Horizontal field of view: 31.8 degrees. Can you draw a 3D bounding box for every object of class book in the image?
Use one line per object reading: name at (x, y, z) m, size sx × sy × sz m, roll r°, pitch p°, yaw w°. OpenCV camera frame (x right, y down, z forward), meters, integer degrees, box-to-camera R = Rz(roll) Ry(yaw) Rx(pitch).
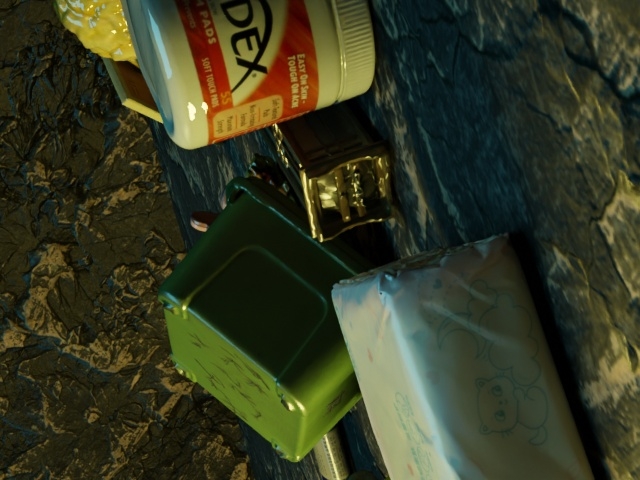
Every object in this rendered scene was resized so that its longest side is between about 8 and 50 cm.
book at (-0.278, -0.259, 1.959) m, size 0.242 × 0.018 × 0.170 m, roll 21°, pitch -146°, yaw -50°

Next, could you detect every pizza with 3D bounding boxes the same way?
pizza at (-0.066, -0.032, 1.563) m, size 0.154 × 0.069 × 0.193 m, roll 109°, pitch 140°, yaw -73°

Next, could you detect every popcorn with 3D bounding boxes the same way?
popcorn at (-0.307, -0.391, 1.793) m, size 0.265 × 0.225 × 0.332 m, roll 59°, pitch 176°, yaw 29°

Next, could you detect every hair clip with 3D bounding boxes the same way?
hair clip at (-0.140, -0.013, 1.861) m, size 0.102 × 0.123 × 0.138 m, roll -51°, pitch 52°, yaw 53°

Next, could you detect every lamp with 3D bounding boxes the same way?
lamp at (-0.025, -0.134, 1.166) m, size 0.325 × 0.090 × 0.089 m, roll -119°, pitch 15°, yaw -47°

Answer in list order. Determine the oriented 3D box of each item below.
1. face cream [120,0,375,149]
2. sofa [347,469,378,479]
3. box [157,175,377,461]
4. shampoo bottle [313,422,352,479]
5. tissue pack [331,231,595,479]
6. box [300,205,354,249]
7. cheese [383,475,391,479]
face cream at (-0.072, -0.202, 1.026) m, size 0.201 × 0.187 × 0.201 m, roll 161°, pitch 90°, yaw -79°
sofa at (0.098, 0.371, 1.156) m, size 0.200 × 0.182 × 0.258 m, roll 93°, pitch 155°, yaw -60°
box at (-0.053, 0.103, 1.265) m, size 0.253 × 0.178 × 0.328 m, roll 39°, pitch 158°, yaw 13°
shampoo bottle at (0.010, 0.325, 1.825) m, size 0.087 × 0.050 × 0.183 m, roll -133°, pitch 26°, yaw -71°
tissue pack at (0.114, 0.141, 0.873) m, size 0.201 × 0.124 × 0.271 m, roll 158°, pitch 94°, yaw -75°
box at (0.000, 0.000, 1.345) m, size 0.074 × 0.054 × 0.099 m, roll 87°, pitch 162°, yaw -47°
cheese at (0.088, 0.248, 1.033) m, size 0.093 × 0.171 × 0.126 m, roll -176°, pitch 68°, yaw -78°
